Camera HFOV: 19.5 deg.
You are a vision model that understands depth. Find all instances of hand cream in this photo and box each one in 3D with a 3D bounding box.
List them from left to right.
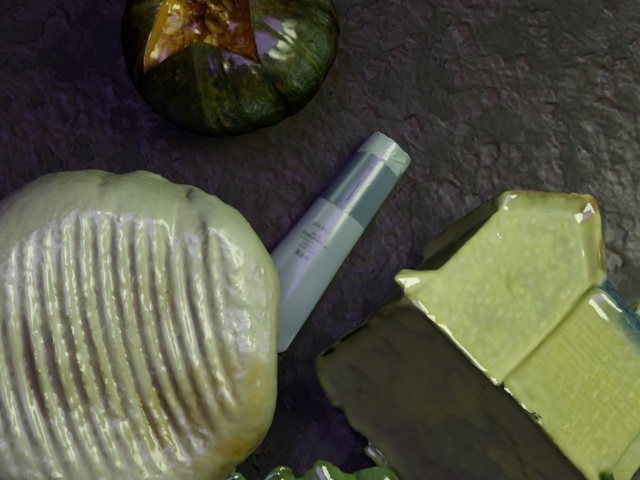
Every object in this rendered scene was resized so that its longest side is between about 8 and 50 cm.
[{"bbox_3d":[0.000,0.000,1.941,0.079,0.048,0.255,35,84,17],"label":"hand cream"}]

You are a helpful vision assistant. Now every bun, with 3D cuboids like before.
[{"bbox_3d":[-0.214,0.103,1.846,0.365,0.219,0.365,0,91,-3],"label":"bun"}]

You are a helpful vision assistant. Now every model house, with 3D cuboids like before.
[{"bbox_3d":[0.194,0.118,1.828,0.321,0.261,0.266,46,58,-4],"label":"model house"}]

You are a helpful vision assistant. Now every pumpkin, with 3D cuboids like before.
[{"bbox_3d":[-0.094,-0.216,1.943,0.238,0.159,0.238,-11,63,21],"label":"pumpkin"}]

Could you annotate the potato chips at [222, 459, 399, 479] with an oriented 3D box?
[{"bbox_3d":[0.020,0.382,1.706,0.389,0.097,0.373,37,70,3],"label":"potato chips"}]
